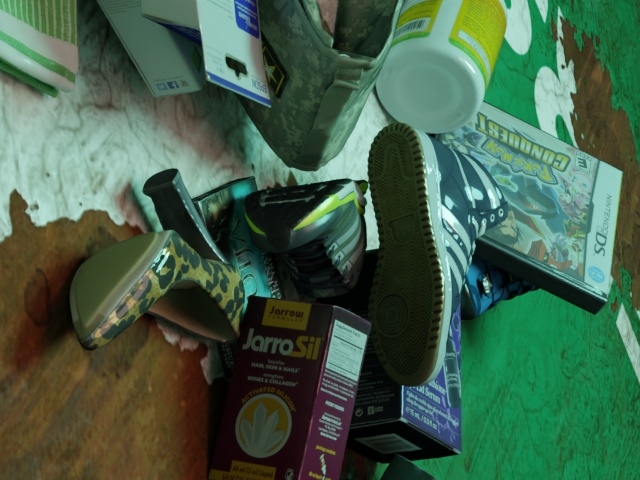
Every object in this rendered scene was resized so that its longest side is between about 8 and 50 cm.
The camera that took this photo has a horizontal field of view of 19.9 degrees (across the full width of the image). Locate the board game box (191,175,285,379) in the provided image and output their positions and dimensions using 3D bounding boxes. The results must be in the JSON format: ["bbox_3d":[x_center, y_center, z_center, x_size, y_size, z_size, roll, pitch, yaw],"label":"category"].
[{"bbox_3d":[-0.082,0.037,1.861,0.126,0.026,0.186,-30,107,-62],"label":"board game box"}]

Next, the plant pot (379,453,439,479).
[{"bbox_3d":[0.141,0.390,1.942,0.195,0.290,0.290,-53,139,-7],"label":"plant pot"}]

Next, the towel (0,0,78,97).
[{"bbox_3d":[-0.289,-0.310,1.579,0.248,0.038,0.324,25,59,-57],"label":"towel"}]

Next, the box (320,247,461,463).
[{"bbox_3d":[0.079,0.130,2.046,0.153,0.108,0.207,33,52,-53],"label":"box"}]

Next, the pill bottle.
[{"bbox_3d":[0.162,-0.259,2.312,0.136,0.136,0.245,61,32,-31],"label":"pill bottle"}]

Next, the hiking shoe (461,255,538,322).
[{"bbox_3d":[0.242,0.024,2.367,0.304,0.132,0.113,-32,109,-61],"label":"hiking shoe"}]

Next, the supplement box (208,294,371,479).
[{"bbox_3d":[-0.029,0.156,1.789,0.081,0.104,0.188,29,70,-57],"label":"supplement box"}]

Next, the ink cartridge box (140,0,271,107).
[{"bbox_3d":[-0.116,-0.291,1.700,0.165,0.065,0.332,19,63,-70],"label":"ink cartridge box"}]

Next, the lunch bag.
[{"bbox_3d":[-0.001,-0.240,1.867,0.235,0.169,0.287,119,-23,-61],"label":"lunch bag"}]

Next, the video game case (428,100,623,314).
[{"bbox_3d":[0.259,-0.057,2.358,0.275,0.035,0.248,26,46,-11],"label":"video game case"}]

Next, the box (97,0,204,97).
[{"bbox_3d":[-0.179,-0.326,1.717,0.322,0.059,0.232,63,26,-46],"label":"box"}]

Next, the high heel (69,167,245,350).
[{"bbox_3d":[-0.138,0.073,1.671,0.186,0.093,0.261,66,26,-25],"label":"high heel"}]

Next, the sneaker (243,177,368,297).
[{"bbox_3d":[0.000,0.000,1.895,0.300,0.111,0.121,-11,93,-75],"label":"sneaker"}]

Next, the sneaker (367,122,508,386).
[{"bbox_3d":[0.130,0.022,1.963,0.153,0.099,0.282,14,69,-50],"label":"sneaker"}]
